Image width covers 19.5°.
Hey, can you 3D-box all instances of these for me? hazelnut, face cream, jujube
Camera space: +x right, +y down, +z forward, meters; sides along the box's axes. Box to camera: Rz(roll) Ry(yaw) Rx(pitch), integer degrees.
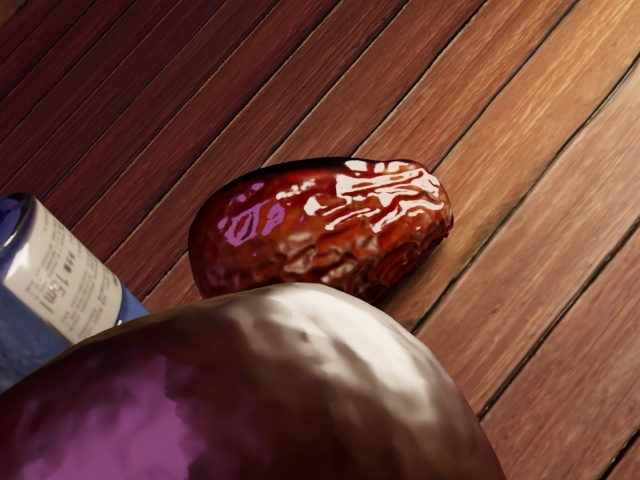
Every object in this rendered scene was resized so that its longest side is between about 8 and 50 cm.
[{"bbox_3d":[-0.068,0.235,1.121,0.421,0.353,0.421,-19,41,17],"label":"hazelnut"},{"bbox_3d":[-0.303,0.106,1.829,0.249,0.225,0.249,-34,24,17],"label":"face cream"},{"bbox_3d":[0.000,0.000,1.648,0.236,0.168,0.168,-22,26,3],"label":"jujube"}]
